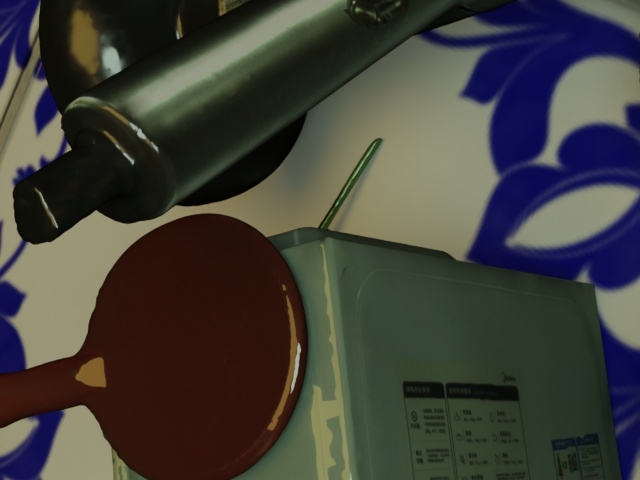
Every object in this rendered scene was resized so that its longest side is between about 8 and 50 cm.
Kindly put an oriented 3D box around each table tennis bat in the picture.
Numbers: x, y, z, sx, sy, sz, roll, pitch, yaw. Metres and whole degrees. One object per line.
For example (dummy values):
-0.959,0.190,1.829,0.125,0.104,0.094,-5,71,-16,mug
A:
-0.068,0.046,0.530,0.154,0.019,0.098,-17,74,32,table tennis bat

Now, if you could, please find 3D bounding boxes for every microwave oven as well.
0.024,0.086,0.598,0.122,0.208,0.162,-16,74,35,microwave oven

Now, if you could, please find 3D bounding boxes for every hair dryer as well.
-0.043,-0.095,0.581,0.320,0.284,0.156,-11,95,54,hair dryer

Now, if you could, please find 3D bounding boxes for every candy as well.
0.000,0.000,0.748,0.035,0.035,0.123,30,93,26,candy

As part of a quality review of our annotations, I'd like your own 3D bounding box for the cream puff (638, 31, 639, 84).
0.196,-0.075,0.552,0.126,0.103,0.144,43,129,17,cream puff
